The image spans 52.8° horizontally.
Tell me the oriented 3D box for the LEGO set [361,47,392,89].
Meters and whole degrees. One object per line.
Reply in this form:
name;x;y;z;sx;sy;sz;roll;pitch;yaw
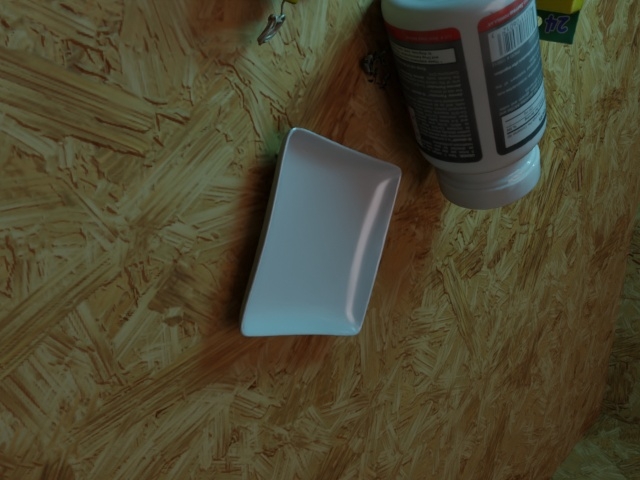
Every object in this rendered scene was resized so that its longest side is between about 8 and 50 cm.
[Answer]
LEGO set;0.080;-0.254;0.954;0.054;0.023;0.083;-55;152;-19

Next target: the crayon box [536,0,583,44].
crayon box;0.312;-0.470;0.969;0.083;0.203;0.323;-35;136;-51

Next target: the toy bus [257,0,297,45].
toy bus;-0.023;-0.353;0.715;0.104;0.191;0.202;42;62;-3

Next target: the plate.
plate;0.000;0.000;0.927;0.277;0.045;0.278;10;96;-51

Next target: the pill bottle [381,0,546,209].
pill bottle;0.233;-0.235;0.993;0.210;0.210;0.363;-49;137;-28
